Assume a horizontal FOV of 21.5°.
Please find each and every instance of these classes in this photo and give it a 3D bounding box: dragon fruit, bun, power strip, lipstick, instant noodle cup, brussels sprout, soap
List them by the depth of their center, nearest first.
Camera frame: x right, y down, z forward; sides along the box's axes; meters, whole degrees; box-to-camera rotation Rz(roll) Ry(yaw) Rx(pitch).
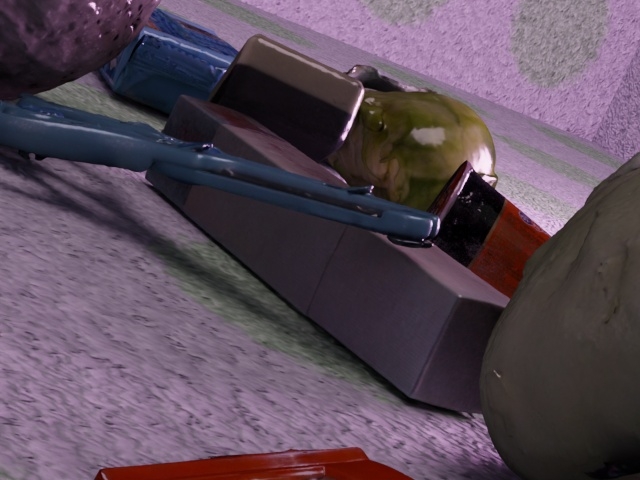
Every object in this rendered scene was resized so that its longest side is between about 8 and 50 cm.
[{"bbox_3d":[0.229,0.036,0.957,0.293,0.187,0.293,-7,-12,-1],"label":"bun"},{"bbox_3d":[0.000,0.000,1.183,0.076,0.080,0.371,17,13,-39],"label":"lipstick"},{"bbox_3d":[0.133,0.026,1.278,0.135,0.127,0.127,33,11,-2],"label":"instant noodle cup"},{"bbox_3d":[-0.258,-0.201,1.311,0.282,0.204,0.221,17,-21,22],"label":"dragon fruit"},{"bbox_3d":[-0.042,-0.108,1.455,0.105,0.070,0.256,25,-11,-8],"label":"power strip"},{"bbox_3d":[0.097,-0.080,1.677,0.145,0.131,0.183,-5,24,-24],"label":"brussels sprout"},{"bbox_3d":[-0.156,-0.184,1.730,0.156,0.077,0.293,20,11,-20],"label":"soap"}]

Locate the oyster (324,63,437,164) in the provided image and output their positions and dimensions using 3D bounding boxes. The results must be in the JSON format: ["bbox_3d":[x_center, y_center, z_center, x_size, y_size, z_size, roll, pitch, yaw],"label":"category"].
[{"bbox_3d":[0.071,-0.108,1.843,0.267,0.112,0.198,16,-9,-5],"label":"oyster"}]

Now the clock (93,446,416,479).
[{"bbox_3d":[-0.005,0.128,0.619,0.113,0.061,0.155,33,17,37],"label":"clock"}]

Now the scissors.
[{"bbox_3d":[-0.097,-0.055,1.125,0.392,0.032,0.180,16,10,28],"label":"scissors"}]
